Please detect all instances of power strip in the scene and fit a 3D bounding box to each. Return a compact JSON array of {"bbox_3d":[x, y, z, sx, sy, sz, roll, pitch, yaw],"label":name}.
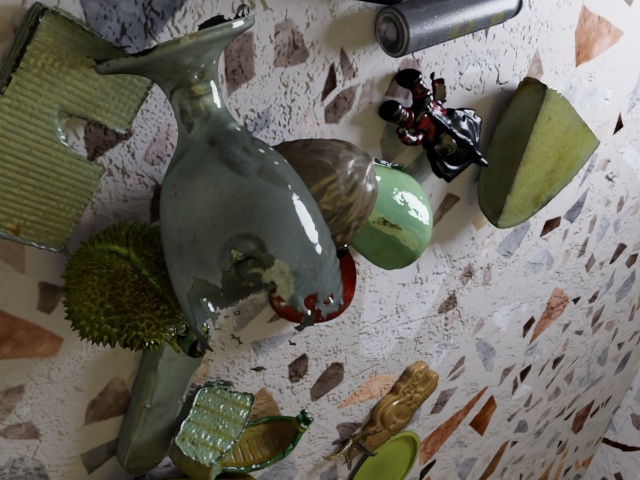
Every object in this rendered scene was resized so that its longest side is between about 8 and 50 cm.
[{"bbox_3d":[-0.242,0.238,0.973,0.080,0.048,0.285,5,113,-41],"label":"power strip"}]

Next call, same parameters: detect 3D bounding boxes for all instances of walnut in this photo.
[{"bbox_3d":[-0.024,-0.053,0.868,0.230,0.178,0.178,-29,145,24],"label":"walnut"}]

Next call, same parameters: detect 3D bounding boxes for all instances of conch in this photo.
[{"bbox_3d":[0.092,-0.055,1.047,0.143,0.137,0.250,-34,121,17],"label":"conch"}]

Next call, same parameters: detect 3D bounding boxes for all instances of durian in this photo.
[{"bbox_3d":[-0.224,0.055,0.802,0.198,0.146,0.159,17,88,-52],"label":"durian"}]

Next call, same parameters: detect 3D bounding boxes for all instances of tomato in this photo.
[{"bbox_3d":[0.003,0.077,1.056,0.159,0.091,0.139,-55,140,-1],"label":"tomato"}]

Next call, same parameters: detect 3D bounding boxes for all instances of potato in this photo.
[{"bbox_3d":[0.375,-0.152,1.230,0.269,0.112,0.255,24,103,-45],"label":"potato"}]

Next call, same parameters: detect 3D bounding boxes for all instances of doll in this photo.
[{"bbox_3d":[0.198,-0.185,1.071,0.249,0.088,0.127,24,120,-39],"label":"doll"}]

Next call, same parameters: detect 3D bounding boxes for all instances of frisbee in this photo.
[{"bbox_3d":[0.152,0.555,1.568,0.236,0.017,0.236,-23,131,-30],"label":"frisbee"}]

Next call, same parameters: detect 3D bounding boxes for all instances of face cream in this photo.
[{"bbox_3d":[0.209,-0.344,0.974,0.284,0.073,0.073,-26,131,-28],"label":"face cream"}]

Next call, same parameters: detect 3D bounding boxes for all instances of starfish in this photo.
[{"bbox_3d":[0.080,0.440,1.401,0.130,0.041,0.133,-47,137,11],"label":"starfish"}]

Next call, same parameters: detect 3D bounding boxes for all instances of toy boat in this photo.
[{"bbox_3d":[-0.121,0.355,1.128,0.230,0.089,0.088,-15,141,-22],"label":"toy boat"}]

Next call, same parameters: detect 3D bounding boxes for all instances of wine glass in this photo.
[{"bbox_3d":[-0.097,-0.052,0.692,0.190,0.190,0.357,-26,109,-28],"label":"wine glass"}]

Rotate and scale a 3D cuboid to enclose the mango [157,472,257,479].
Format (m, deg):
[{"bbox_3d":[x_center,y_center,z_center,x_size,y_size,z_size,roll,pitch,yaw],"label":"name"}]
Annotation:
[{"bbox_3d":[-0.205,0.455,1.046,0.332,0.195,0.142,4,90,-47],"label":"mango"}]

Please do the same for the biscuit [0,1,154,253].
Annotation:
[{"bbox_3d":[-0.288,-0.112,0.697,0.147,0.046,0.250,21,101,-49],"label":"biscuit"}]

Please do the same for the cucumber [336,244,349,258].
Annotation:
[{"bbox_3d":[0.000,0.000,0.997,0.048,0.105,0.048,-34,138,-36],"label":"cucumber"}]

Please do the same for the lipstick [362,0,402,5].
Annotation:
[{"bbox_3d":[-0.058,-0.332,0.738,0.418,0.077,0.077,-6,120,-38],"label":"lipstick"}]

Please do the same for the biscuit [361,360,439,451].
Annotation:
[{"bbox_3d":[0.177,0.379,1.463,0.236,0.040,0.144,-51,133,-6],"label":"biscuit"}]

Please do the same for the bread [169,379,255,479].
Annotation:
[{"bbox_3d":[-0.173,0.311,1.025,0.156,0.103,0.110,-54,163,-50],"label":"bread"}]
